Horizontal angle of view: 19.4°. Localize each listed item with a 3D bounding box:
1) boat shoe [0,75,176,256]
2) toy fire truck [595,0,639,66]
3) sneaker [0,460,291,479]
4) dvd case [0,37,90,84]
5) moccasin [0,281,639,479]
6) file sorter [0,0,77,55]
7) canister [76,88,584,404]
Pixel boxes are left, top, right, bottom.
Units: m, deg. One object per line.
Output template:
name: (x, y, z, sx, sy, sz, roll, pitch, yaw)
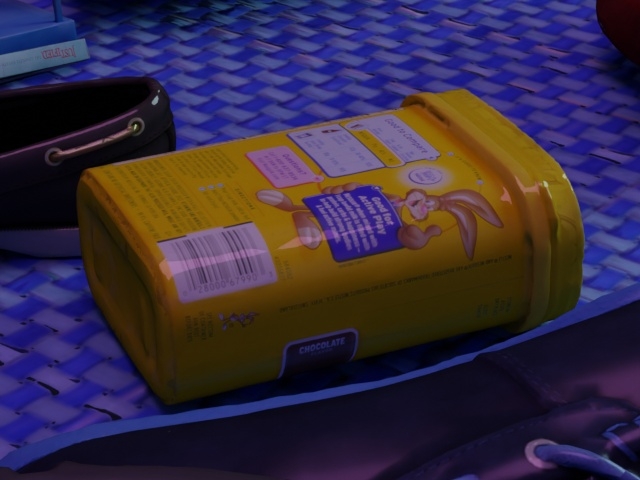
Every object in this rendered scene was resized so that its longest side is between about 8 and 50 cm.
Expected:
boat shoe: (-0.175, -0.032, 0.808, 0.227, 0.069, 0.081, -5, 29, -10)
toy fire truck: (0.304, -0.146, 0.960, 0.254, 0.169, 0.302, 35, 41, 20)
sneaker: (-0.138, 0.205, 0.307, 0.447, 0.169, 0.257, -14, 39, -9)
dvd case: (-0.180, -0.073, 0.881, 0.119, 0.013, 0.087, -9, 7, 29)
moccasin: (0.064, 0.102, 0.526, 0.342, 0.138, 0.117, -16, 33, -1)
file sorter: (-0.233, -0.144, 0.967, 0.170, 0.105, 0.118, -18, 25, -31)
canister: (0.000, 0.000, 0.747, 0.169, 0.073, 0.126, -12, 30, -20)
